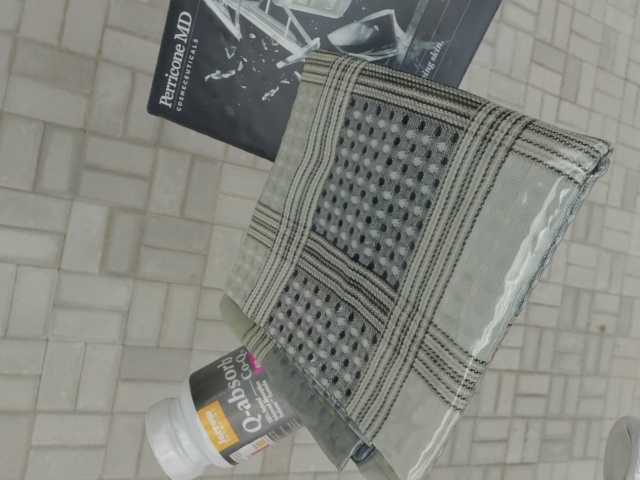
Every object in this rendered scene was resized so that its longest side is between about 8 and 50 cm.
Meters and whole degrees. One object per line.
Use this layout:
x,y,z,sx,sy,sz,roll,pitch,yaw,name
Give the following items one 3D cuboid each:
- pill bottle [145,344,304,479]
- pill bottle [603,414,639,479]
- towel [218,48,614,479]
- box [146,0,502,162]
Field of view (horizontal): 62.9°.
-0.123,0.259,0.841,0.279,0.162,0.162,-29,106,-5,pill bottle
0.560,0.356,0.772,0.230,0.131,0.131,14,85,14,pill bottle
0.026,0.015,0.460,0.056,0.312,0.323,4,114,-45,towel
0.017,-0.383,0.917,0.473,0.297,0.479,22,117,-2,box
